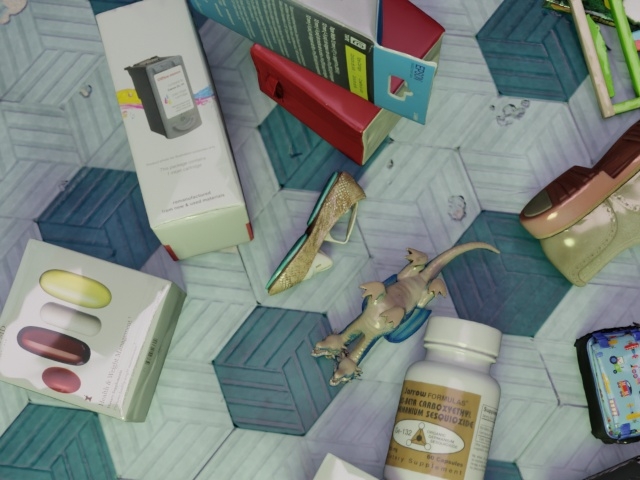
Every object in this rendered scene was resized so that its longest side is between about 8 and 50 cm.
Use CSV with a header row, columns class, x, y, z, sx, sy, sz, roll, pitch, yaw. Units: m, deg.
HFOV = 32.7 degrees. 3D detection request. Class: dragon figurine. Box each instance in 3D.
class,x,y,z,sx,sy,sz,roll,pitch,yaw
dragon figurine,0.108,0.085,1.504,0.289,0.144,0.085,-37,77,-25

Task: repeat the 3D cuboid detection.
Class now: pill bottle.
class,x,y,z,sx,sy,sz,roll,pitch,yaw
pill bottle,0.170,0.223,1.452,0.131,0.131,0.229,13,79,5

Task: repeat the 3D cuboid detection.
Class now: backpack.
class,x,y,z,sx,sy,sz,roll,pitch,yaw
backpack,0.444,0.185,1.459,0.173,0.117,0.158,-8,79,-2

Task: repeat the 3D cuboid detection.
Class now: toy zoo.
class,x,y,z,sx,sy,sz,roll,pitch,yaw
toy zoo,0.523,-0.307,1.564,0.293,0.030,0.192,-15,88,6

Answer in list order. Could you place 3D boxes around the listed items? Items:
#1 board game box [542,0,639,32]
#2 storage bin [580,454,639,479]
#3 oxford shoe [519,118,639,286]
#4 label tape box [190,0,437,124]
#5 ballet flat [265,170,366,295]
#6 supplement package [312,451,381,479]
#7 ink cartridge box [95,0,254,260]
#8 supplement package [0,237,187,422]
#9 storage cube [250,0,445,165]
class,x,y,z,sx,sy,sz,roll,pitch,yaw
board game box,0.472,-0.373,1.612,0.260,0.030,0.136,17,82,5
storage bin,0.377,0.374,1.416,0.180,0.084,0.122,-23,52,-3
oxford shoe,0.474,-0.088,1.511,0.397,0.140,0.146,-33,102,6
label tape box,-0.002,-0.287,1.311,0.348,0.249,0.115,27,84,7
ballet flat,0.000,0.000,1.537,0.067,0.073,0.206,32,85,-7
supplement package,0.087,0.395,1.406,0.244,0.134,0.139,26,76,12
ink cartridge box,-0.192,-0.147,1.491,0.131,0.226,0.306,-17,78,-3
supplement package,-0.315,0.125,1.480,0.203,0.149,0.194,16,80,4
storage cube,0.041,-0.252,1.524,0.193,0.183,0.215,39,83,8
